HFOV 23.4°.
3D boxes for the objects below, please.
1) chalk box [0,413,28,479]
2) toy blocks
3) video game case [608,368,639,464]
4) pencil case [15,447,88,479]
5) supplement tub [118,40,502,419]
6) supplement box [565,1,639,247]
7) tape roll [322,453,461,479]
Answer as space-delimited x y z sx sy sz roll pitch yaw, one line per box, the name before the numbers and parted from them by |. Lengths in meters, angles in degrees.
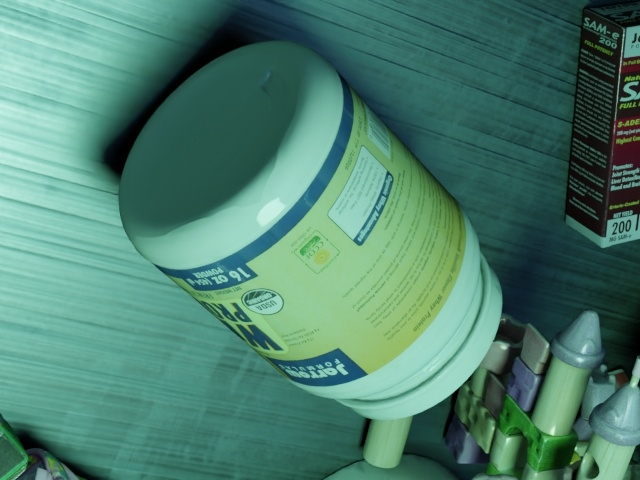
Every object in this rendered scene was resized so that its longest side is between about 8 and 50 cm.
chalk box | -0.374 0.148 1.266 0.180 0.179 0.289 -38 127 -9
toy blocks | 0.238 0.167 1.544 0.308 0.288 0.260 0 118 -26
video game case | 0.383 0.301 1.697 0.025 0.285 0.204 -17 122 -2
pencil case | -0.206 0.302 1.466 0.124 0.124 0.284 -48 127 0
supplement tub | 0.000 0.000 1.368 0.228 0.228 0.316 -47 126 -1
supplement box | 0.332 -0.123 1.590 0.130 0.073 0.240 -12 117 -23
tape roll | 0.071 0.378 1.672 0.286 0.100 0.286 -13 119 -24
